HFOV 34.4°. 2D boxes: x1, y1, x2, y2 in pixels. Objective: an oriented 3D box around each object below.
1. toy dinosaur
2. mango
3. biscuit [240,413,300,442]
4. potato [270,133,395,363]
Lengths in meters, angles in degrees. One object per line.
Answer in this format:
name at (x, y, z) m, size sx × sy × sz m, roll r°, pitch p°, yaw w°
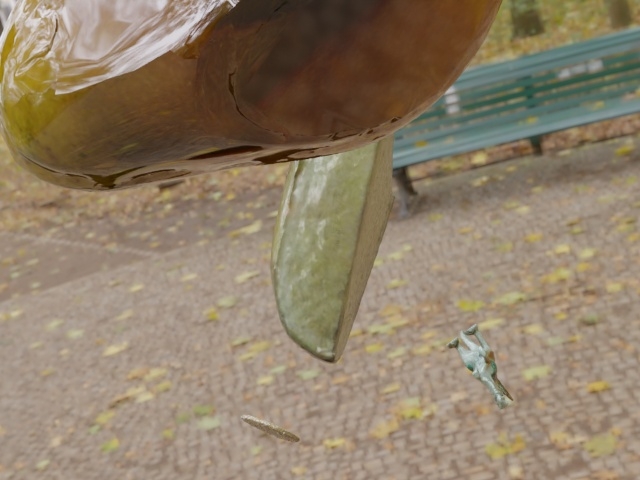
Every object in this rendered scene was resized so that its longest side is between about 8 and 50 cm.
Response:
toy dinosaur at (0.208, 0.160, 1.306) m, size 0.044 × 0.106 × 0.187 m, roll -38°, pitch -8°, yaw 0°
mango at (-0.036, -0.102, 0.465) m, size 0.236 × 0.136 × 0.166 m, roll -30°, pitch 47°, yaw -16°
biscuit at (-0.093, 0.345, 1.896) m, size 0.120 × 0.120 × 0.015 m, roll 3°, pitch 64°, yaw 53°
potato at (0.000, 0.000, 1.107) m, size 0.112 × 0.255 × 0.269 m, roll 12°, pitch -21°, yaw 11°
